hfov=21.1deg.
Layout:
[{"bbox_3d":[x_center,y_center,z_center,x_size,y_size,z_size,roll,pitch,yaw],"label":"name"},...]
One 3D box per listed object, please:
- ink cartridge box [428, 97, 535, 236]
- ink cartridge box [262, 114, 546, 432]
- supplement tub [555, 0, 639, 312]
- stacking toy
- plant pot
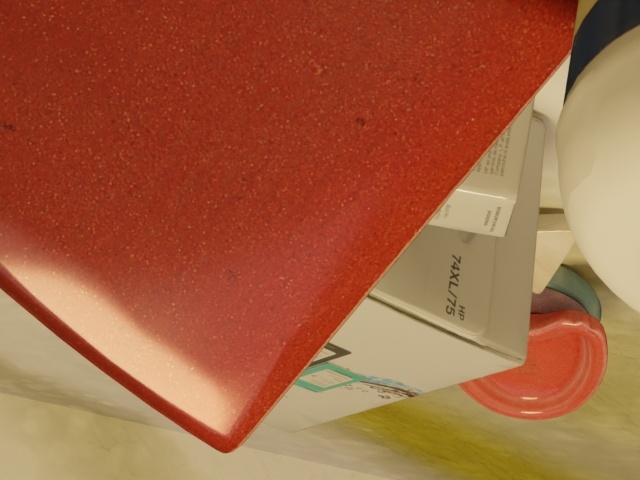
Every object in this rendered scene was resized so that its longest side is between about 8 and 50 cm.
[{"bbox_3d":[0.031,-0.098,1.075,0.203,0.148,0.086,11,164,4],"label":"ink cartridge box"},{"bbox_3d":[0.000,0.000,1.264,0.197,0.198,0.270,25,150,-31],"label":"ink cartridge box"},{"bbox_3d":[0.191,-0.129,0.432,0.228,0.316,0.228,10,162,3],"label":"supplement tub"},{"bbox_3d":[0.112,0.026,1.566,0.309,0.130,0.279,6,136,8],"label":"stacking toy"},{"bbox_3d":[-0.078,-0.116,0.783,0.236,0.267,0.267,29,114,-25],"label":"plant pot"}]
